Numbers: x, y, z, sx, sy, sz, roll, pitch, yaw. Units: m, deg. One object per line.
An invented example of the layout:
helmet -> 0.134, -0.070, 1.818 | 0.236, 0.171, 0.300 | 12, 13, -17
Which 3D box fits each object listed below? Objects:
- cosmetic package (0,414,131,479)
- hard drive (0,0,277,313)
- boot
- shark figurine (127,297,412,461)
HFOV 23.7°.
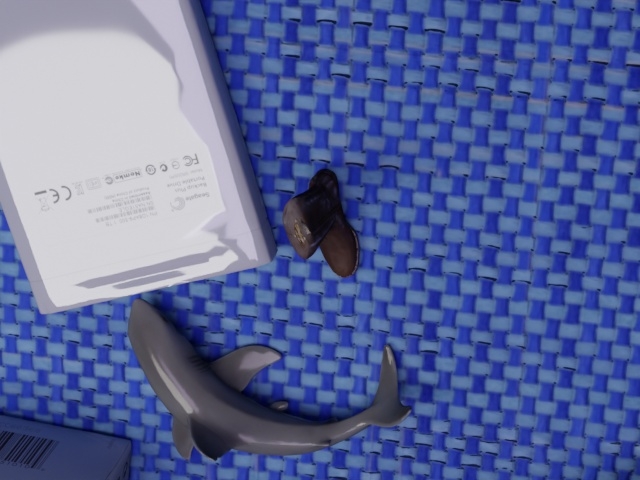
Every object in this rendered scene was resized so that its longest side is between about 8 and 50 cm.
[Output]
cosmetic package -> -0.318, 0.373, 1.494 | 0.217, 0.156, 0.385 | 9, 109, 6
hard drive -> -0.199, -0.123, 1.360 | 0.233, 0.047, 0.353 | -13, 106, 15
boot -> 0.000, 0.000, 1.324 | 0.037, 0.114, 0.106 | -13, 105, 16
shark figurine -> -0.058, 0.168, 1.397 | 0.278, 0.116, 0.166 | 13, 112, 9
